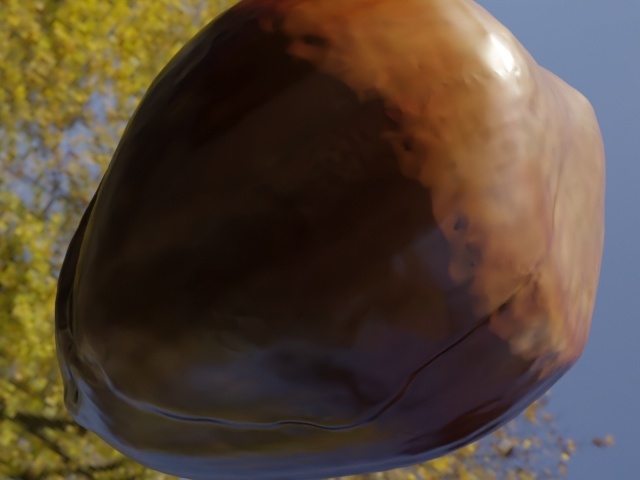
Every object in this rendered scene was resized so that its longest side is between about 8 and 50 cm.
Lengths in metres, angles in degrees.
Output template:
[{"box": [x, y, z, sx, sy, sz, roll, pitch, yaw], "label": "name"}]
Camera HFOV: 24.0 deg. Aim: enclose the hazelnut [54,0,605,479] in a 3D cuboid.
[{"box": [0.000, 0.000, 0.932, 0.372, 0.315, 0.372, -35, 170, -7], "label": "hazelnut"}]
